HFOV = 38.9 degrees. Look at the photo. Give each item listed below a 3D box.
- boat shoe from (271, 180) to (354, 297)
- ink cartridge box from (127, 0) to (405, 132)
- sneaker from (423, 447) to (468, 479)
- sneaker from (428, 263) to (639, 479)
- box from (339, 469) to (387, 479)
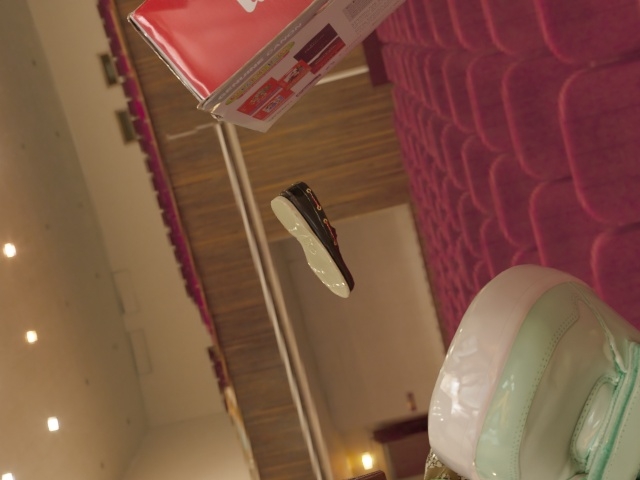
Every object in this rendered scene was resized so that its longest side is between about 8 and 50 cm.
[{"bbox_3d":[0.001,0.000,0.943,0.049,0.042,0.133,-9,118,57],"label":"boat shoe"},{"bbox_3d":[-0.006,-0.252,0.824,0.130,0.309,0.272,49,-172,2],"label":"ink cartridge box"},{"bbox_3d":[0.139,0.385,1.208,0.182,0.158,0.410,41,-136,-22],"label":"sneaker"},{"bbox_3d":[0.155,0.086,0.369,0.256,0.151,0.094,27,-96,-50],"label":"sneaker"},{"bbox_3d":[-0.011,0.369,0.951,0.168,0.167,0.203,-32,70,50],"label":"box"}]
